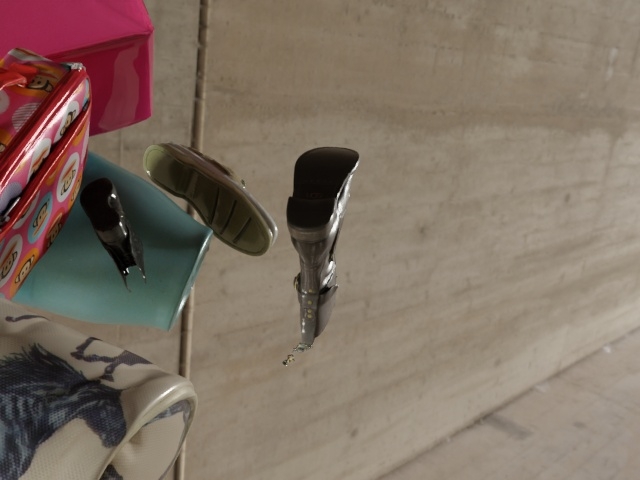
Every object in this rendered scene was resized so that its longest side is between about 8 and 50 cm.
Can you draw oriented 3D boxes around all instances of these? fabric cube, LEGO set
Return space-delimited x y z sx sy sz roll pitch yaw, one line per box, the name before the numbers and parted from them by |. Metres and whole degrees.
fabric cube | -0.399 -0.309 0.927 0.254 0.259 0.258 -20 172 -19
LEGO set | -0.029 0.179 1.055 0.023 0.054 0.083 44 -121 0

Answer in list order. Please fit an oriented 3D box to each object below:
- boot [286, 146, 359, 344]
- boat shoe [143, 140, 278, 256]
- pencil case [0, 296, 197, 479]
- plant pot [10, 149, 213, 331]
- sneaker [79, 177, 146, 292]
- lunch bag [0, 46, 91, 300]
boot | 0.000 0.000 1.003 0.091 0.228 0.263 8 -139 13
boat shoe | -0.188 -0.091 1.204 0.302 0.113 0.103 40 -148 13
pencil case | -0.291 0.093 0.445 0.411 0.183 0.159 24 -116 4
plant pot | -0.322 0.017 1.033 0.255 0.271 0.271 22 -165 -7
sneaker | -0.283 -0.012 0.886 0.051 0.089 0.170 -27 -139 -10
lunch bag | -0.356 -0.076 0.711 0.120 0.258 0.293 20 -135 -8
